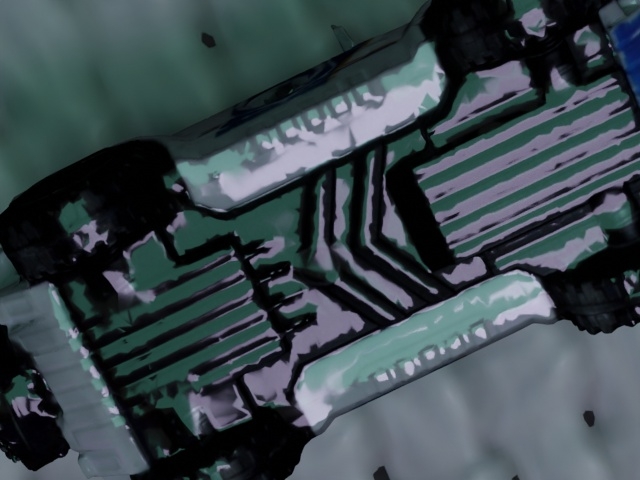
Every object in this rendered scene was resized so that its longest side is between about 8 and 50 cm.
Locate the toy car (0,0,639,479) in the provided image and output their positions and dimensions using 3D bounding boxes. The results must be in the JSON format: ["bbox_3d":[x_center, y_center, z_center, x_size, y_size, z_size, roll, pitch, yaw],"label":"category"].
[{"bbox_3d":[0.000,0.000,0.352,0.170,0.070,0.080,-26,103,5],"label":"toy car"}]
